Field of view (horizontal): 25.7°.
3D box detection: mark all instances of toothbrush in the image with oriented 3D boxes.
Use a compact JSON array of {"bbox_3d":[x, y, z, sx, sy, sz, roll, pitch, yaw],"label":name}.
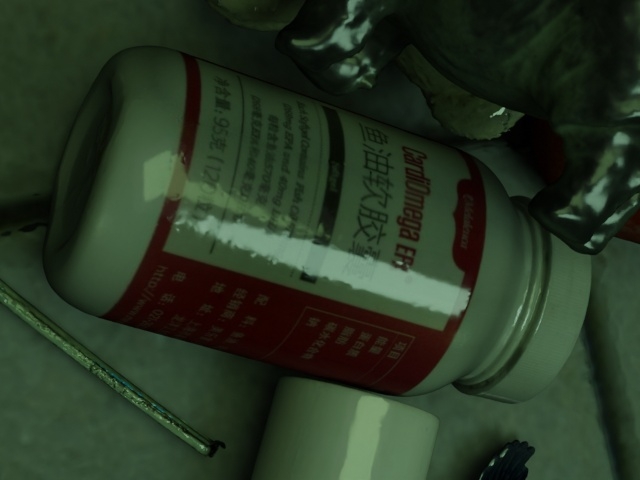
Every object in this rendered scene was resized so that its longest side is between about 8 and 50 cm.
[{"bbox_3d":[-0.162,0.020,0.674,0.294,0.026,0.028,35,91,-16],"label":"toothbrush"}]

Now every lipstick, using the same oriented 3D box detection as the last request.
[{"bbox_3d":[-0.022,0.234,0.679,0.087,0.087,0.327,20,77,-20],"label":"lipstick"}]

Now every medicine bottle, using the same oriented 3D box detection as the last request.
[{"bbox_3d":[0.000,0.000,0.688,0.250,0.131,0.131,17,78,-20],"label":"medicine bottle"}]

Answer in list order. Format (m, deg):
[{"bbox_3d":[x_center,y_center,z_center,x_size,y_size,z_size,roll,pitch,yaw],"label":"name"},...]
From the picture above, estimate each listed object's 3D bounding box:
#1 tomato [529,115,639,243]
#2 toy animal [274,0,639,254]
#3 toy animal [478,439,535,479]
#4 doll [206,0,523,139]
[{"bbox_3d":[0.203,-0.072,0.779,0.187,0.151,0.187,1,47,-1],"label":"tomato"},{"bbox_3d":[0.036,-0.149,0.621,0.168,0.106,0.343,-42,81,6],"label":"toy animal"},{"bbox_3d":[0.071,0.189,0.723,0.062,0.108,0.220,24,64,9],"label":"toy animal"},{"bbox_3d":[0.024,-0.189,0.739,0.278,0.149,0.175,31,112,-2],"label":"doll"}]
